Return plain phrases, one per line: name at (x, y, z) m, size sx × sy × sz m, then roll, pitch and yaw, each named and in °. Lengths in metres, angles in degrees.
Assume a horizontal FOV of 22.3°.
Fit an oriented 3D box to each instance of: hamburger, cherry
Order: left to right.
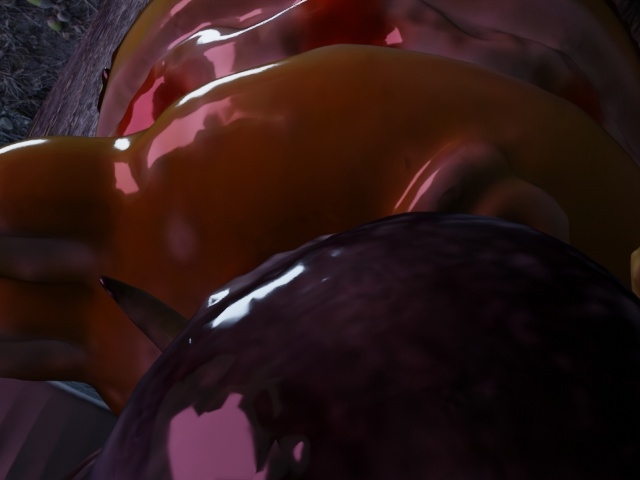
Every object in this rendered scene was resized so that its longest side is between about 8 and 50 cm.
hamburger at (0.000, 0.000, 0.698) m, size 0.186 × 0.303 × 0.261 m, roll -78°, pitch 12°, yaw -49°
cherry at (0.025, 0.119, 0.508) m, size 0.296 × 0.218 × 0.255 m, roll 58°, pitch 144°, yaw 19°

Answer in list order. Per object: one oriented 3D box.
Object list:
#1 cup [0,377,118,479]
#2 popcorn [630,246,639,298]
cup at (-0.302, 0.260, 1.316) m, size 0.371 × 0.253 × 0.253 m, roll -62°, pitch 16°, yaw 0°
popcorn at (0.161, 0.023, 0.512) m, size 0.116 × 0.121 × 0.106 m, roll -79°, pitch -15°, yaw -72°
